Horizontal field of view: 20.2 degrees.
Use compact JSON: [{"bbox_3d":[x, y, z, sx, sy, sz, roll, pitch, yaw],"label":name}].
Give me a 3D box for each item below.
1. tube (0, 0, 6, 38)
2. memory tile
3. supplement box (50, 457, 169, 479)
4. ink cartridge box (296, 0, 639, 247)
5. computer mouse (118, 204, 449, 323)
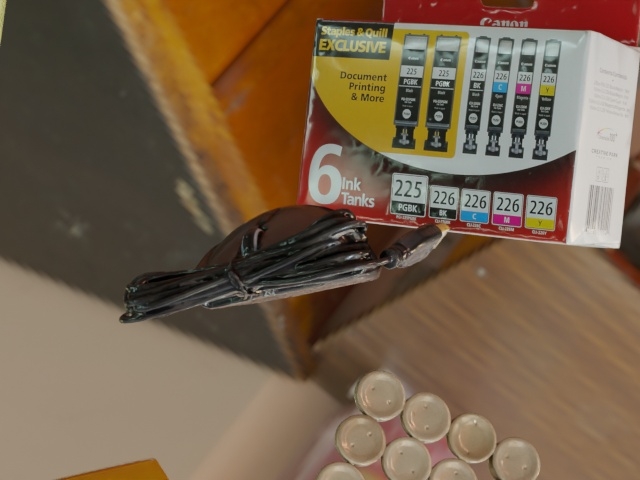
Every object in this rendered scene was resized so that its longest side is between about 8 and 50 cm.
[{"bbox_3d":[-0.185,-0.204,0.949,0.062,0.240,0.070,15,157,-24],"label":"tube"},{"bbox_3d":[0.076,0.165,1.266,0.148,0.113,0.012,27,156,-6],"label":"memory tile"},{"bbox_3d":[-0.139,0.328,1.186,0.356,0.195,0.194,-135,40,-56],"label":"supplement box"},{"bbox_3d":[0.147,-0.142,1.783,0.309,0.272,0.130,6,-179,32],"label":"ink cartridge box"},{"bbox_3d":[0.000,0.000,1.131,0.184,0.262,0.060,-14,87,23],"label":"computer mouse"}]
